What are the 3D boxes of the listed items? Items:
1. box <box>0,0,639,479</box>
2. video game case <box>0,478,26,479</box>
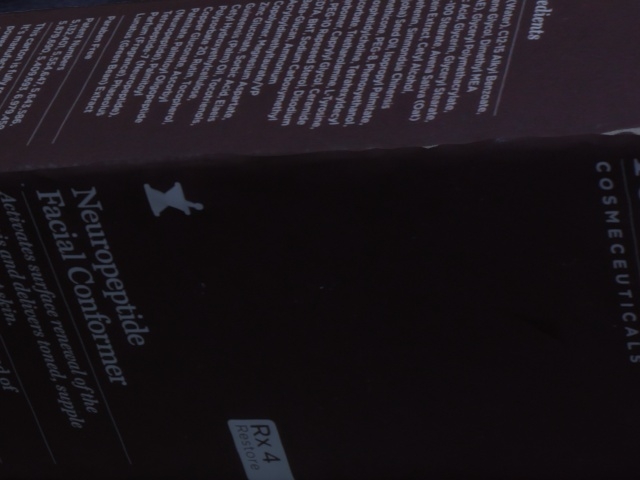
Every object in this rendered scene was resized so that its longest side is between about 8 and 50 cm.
[{"bbox_3d":[0.000,0.000,0.850,0.381,0.191,0.143,-4,37,18],"label":"box"},{"bbox_3d":[-0.063,0.148,0.885,0.212,0.023,0.193,24,50,28],"label":"video game case"}]
